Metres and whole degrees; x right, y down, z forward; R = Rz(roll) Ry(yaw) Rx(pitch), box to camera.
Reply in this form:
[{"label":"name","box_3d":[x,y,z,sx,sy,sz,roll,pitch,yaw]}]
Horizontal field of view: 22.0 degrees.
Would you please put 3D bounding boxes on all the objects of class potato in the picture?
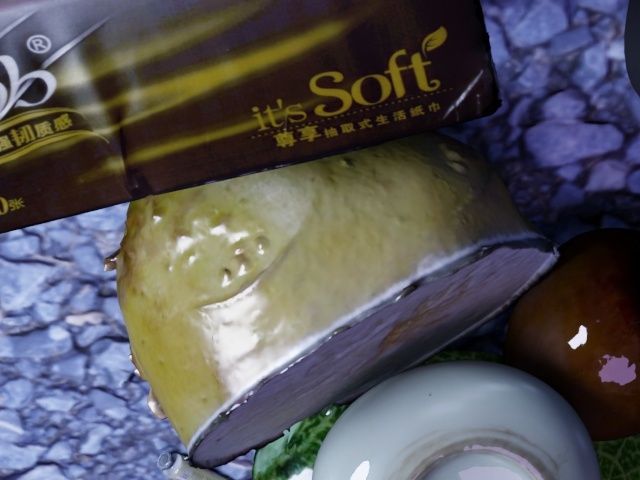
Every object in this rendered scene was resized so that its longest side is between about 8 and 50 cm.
[{"label":"potato","box_3d":[0.000,0.000,1.127,0.299,0.196,0.246,-23,164,-25]}]

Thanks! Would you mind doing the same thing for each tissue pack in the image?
[{"label":"tissue pack","box_3d":[-0.098,-0.147,0.949,0.370,0.210,0.198,-14,141,5]}]

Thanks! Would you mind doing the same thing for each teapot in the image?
[{"label":"teapot","box_3d":[0.044,0.205,1.177,0.318,0.149,0.220,-17,100,-4]}]

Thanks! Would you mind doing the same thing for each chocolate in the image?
[{"label":"chocolate","box_3d":[0.212,0.074,1.243,0.176,0.177,0.177,-4,135,-4]}]

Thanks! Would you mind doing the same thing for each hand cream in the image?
[{"label":"hand cream","box_3d":[-0.103,0.209,1.432,0.035,0.022,0.102,-33,135,24]}]

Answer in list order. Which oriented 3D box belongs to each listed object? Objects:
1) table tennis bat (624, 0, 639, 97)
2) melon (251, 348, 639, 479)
[{"label":"table tennis bat","box_3d":[0.268,-0.092,1.113,0.154,0.021,0.274,30,143,24]},{"label":"melon","box_3d":[0.105,0.232,1.357,0.343,0.226,0.331,27,100,-36]}]
